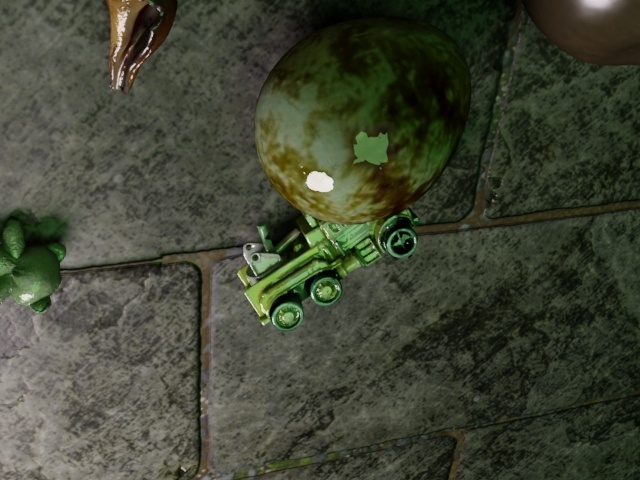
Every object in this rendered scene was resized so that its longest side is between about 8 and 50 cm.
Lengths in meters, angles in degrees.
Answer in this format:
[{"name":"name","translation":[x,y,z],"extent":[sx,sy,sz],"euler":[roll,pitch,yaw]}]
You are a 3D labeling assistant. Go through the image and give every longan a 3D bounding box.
[{"name":"longan","translation":[0.375,-0.345,1.019],"extent":[0.297,0.297,0.297],"euler":[-11,126,-15]}]

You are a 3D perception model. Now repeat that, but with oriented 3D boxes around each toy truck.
[{"name":"toy truck","translation":[0.004,0.001,1.197],"extent":[0.259,0.128,0.135],"euler":[-28,115,-2]}]

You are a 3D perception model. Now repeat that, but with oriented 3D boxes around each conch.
[{"name":"conch","translation":[-0.200,-0.267,0.956],"extent":[0.080,0.086,0.233],"euler":[-51,155,-36]}]

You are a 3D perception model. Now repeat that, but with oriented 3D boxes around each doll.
[{"name":"doll","translation":[-0.403,0.030,1.087],"extent":[0.150,0.077,0.115],"euler":[21,75,-21]}]

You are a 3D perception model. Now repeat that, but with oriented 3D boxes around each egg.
[{"name":"egg","translation":[0.057,-0.150,1.042],"extent":[0.289,0.238,0.238],"euler":[-33,131,-21]}]
